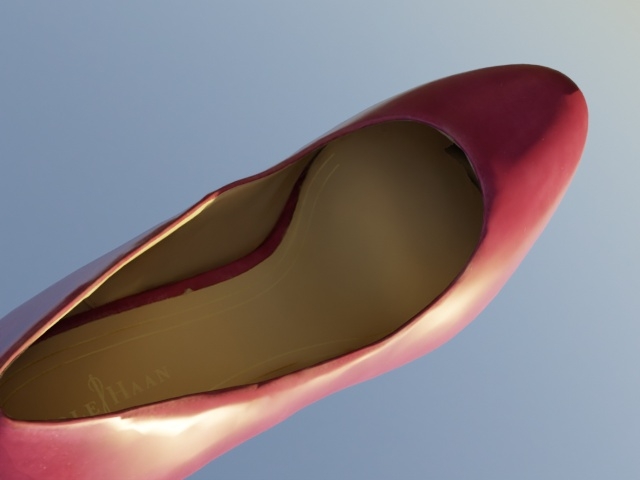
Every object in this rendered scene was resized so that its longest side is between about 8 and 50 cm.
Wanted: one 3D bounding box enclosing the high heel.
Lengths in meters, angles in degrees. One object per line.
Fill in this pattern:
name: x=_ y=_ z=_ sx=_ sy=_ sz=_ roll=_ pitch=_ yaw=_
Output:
high heel: x=0.000 y=0.000 z=0.405 sx=0.082 sy=0.244 sz=0.117 roll=58 pitch=161 yaw=10
